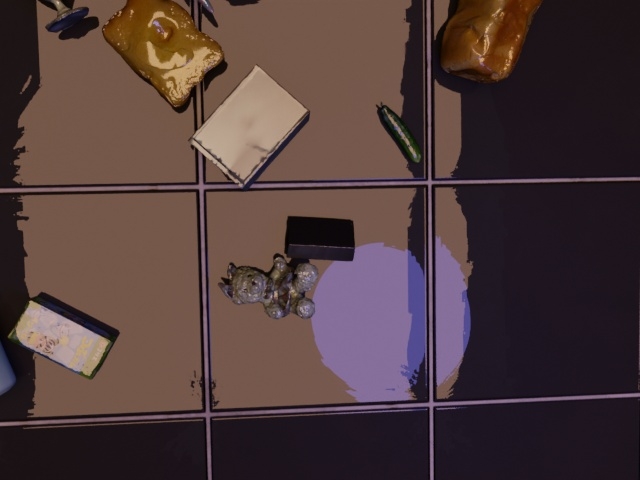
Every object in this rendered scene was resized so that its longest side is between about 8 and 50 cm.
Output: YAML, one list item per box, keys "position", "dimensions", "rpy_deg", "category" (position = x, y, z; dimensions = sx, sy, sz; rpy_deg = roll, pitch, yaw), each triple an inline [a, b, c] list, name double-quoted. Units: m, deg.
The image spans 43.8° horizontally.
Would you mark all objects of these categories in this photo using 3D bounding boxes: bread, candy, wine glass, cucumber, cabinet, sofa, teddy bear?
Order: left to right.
- position: [-0.562, -0.534, 1.595]
  dimensions: [0.103, 0.103, 0.222]
  rpy_deg: [-31, 97, -3]
  category: "wine glass"
- position: [-0.542, 0.205, 1.674]
  dimensions: [0.195, 0.062, 0.097]
  rpy_deg: [29, 90, -7]
  category: "candy"
- position: [-0.323, -0.401, 1.640]
  dimensions: [0.233, 0.088, 0.161]
  rpy_deg: [45, 84, -4]
  category: "bread"
- position: [-0.143, -0.227, 1.636]
  dimensions: [0.145, 0.150, 0.206]
  rpy_deg: [42, 89, -2]
  category: "cabinet"
- position: [-0.099, 0.104, 1.700]
  dimensions: [0.213, 0.111, 0.133]
  rpy_deg: [5, 72, 18]
  category: "teddy bear"
- position: [0.000, 0.000, 1.718]
  dimensions: [0.147, 0.060, 0.085]
  rpy_deg: [2, 51, -6]
  category: "sofa"
- position: [0.173, -0.236, 1.724]
  dimensions: [0.037, 0.037, 0.155]
  rpy_deg: [-35, 98, -2]
  category: "cucumber"
- position: [0.361, -0.478, 1.663]
  dimensions: [0.132, 0.167, 0.294]
  rpy_deg: [25, 90, -30]
  category: "bread"

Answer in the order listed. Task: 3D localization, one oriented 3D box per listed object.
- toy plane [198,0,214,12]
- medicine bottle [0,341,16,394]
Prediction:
- position: [-0.321, -0.590, 1.615]
  dimensions: [0.223, 0.104, 0.326]
  rpy_deg: [-39, 99, -1]
  category: "toy plane"
- position: [-0.725, 0.221, 1.618]
  dimensions: [0.139, 0.139, 0.225]
  rpy_deg: [-20, 96, -4]
  category: "medicine bottle"
